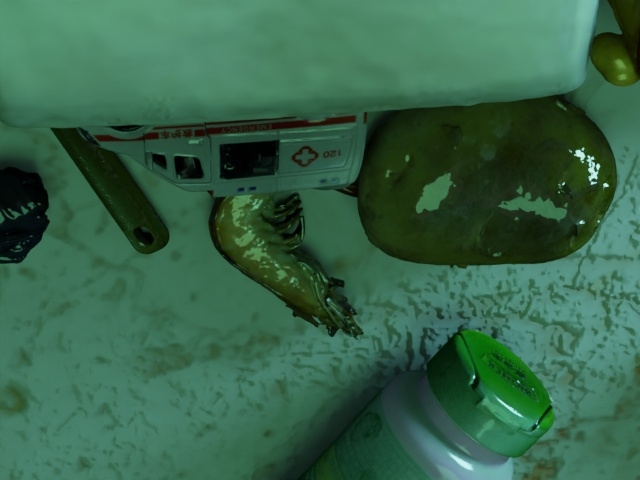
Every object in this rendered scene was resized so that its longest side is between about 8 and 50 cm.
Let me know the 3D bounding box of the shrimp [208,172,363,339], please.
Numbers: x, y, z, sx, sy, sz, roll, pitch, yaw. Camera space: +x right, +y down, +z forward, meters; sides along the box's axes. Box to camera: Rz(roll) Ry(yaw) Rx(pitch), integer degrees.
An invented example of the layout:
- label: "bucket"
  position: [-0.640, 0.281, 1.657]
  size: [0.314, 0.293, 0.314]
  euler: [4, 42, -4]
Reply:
- label: "shrimp"
  position: [0.000, -0.001, 1.071]
  size: [0.124, 0.034, 0.178]
  euler: [-43, 117, 12]

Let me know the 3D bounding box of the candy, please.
- label: "candy"
  position: [-0.026, -0.179, 0.830]
  size: [0.358, 0.208, 0.145]
  euler: [-3, 124, -7]

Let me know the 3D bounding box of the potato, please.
- label: "potato"
  position: [0.128, -0.032, 1.030]
  size: [0.200, 0.081, 0.164]
  euler: [-2, 121, -13]

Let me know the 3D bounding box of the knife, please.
- label: "knife"
  position: [-0.206, -0.108, 0.959]
  size: [0.061, 0.027, 0.343]
  euler: [-22, 126, 11]

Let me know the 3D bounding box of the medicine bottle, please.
- label: "medicine bottle"
  position: [0.068, 0.201, 1.161]
  size: [0.133, 0.133, 0.274]
  euler: [29, 116, -27]

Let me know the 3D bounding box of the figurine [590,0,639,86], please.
- label: "figurine"
  position: [0.319, -0.182, 0.899]
  size: [0.323, 0.196, 0.320]
  euler: [-5, 132, -20]

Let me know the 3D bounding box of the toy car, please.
- label: "toy car"
  position: [-0.071, -0.085, 0.963]
  size: [0.209, 0.089, 0.108]
  euler: [-5, 129, -10]

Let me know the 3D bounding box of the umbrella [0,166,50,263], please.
- label: "umbrella"
  position: [-0.317, -0.006, 0.986]
  size: [0.248, 0.071, 0.071]
  euler: [-7, 126, -3]
